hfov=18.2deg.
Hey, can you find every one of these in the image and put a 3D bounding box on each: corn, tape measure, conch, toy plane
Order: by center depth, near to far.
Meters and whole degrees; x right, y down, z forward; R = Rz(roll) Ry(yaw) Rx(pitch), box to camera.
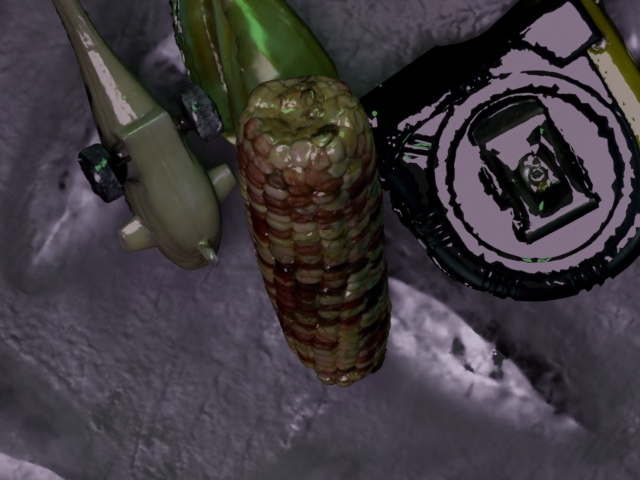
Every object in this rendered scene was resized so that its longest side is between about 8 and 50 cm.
[{"bbox_3d":[-0.132,-0.098,1.247,0.092,0.108,0.286,-34,123,-11],"label":"toy plane"},{"bbox_3d":[0.000,0.000,1.250,0.086,0.086,0.253,-4,141,6],"label":"corn"},{"bbox_3d":[0.137,-0.056,1.254,0.199,0.112,0.186,-32,102,13],"label":"tape measure"},{"bbox_3d":[-0.040,-0.105,1.272,0.095,0.079,0.201,-30,91,39],"label":"conch"}]
